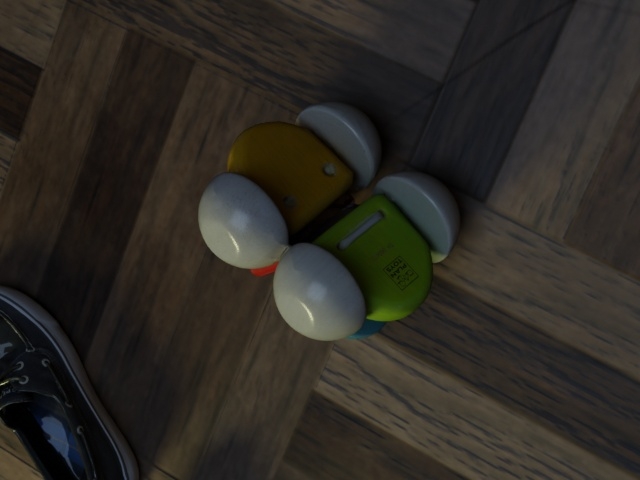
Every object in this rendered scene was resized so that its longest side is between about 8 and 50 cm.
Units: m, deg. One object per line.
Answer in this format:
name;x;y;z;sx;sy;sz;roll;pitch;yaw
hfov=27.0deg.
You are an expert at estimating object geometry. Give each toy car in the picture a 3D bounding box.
toy car;0.000;0.000;0.990;0.182;0.159;0.136;42;146;13

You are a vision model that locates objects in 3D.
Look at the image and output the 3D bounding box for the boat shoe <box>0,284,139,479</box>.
boat shoe;-0.245;0.138;1.139;0.080;0.076;0.228;-36;82;23
